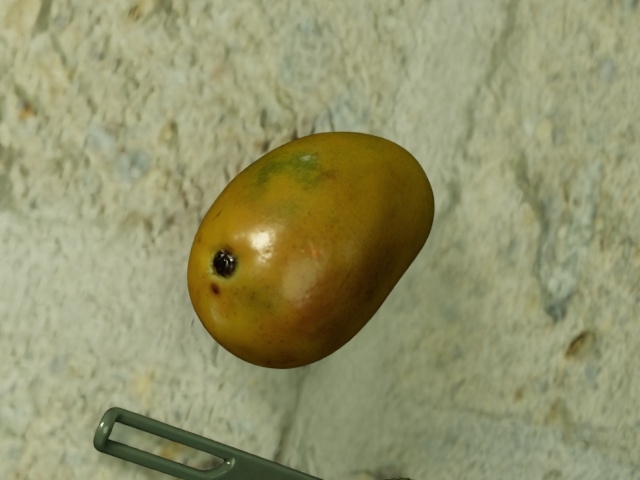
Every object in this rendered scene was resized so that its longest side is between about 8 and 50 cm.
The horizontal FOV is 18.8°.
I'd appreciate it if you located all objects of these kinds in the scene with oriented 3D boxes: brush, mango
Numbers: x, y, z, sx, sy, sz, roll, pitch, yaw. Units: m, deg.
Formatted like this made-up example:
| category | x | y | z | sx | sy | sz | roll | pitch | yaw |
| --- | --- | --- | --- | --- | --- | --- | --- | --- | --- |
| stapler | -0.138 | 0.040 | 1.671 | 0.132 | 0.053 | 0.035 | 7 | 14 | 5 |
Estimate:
| category | x | y | z | sx | sy | sz | roll | pitch | yaw |
| --- | --- | --- | --- | --- | --- | --- | --- | --- | --- |
| brush | -0.026 | 0.135 | 1.074 | 0.266 | 0.027 | 0.062 | 26 | 85 | -40 |
| mango | -0.002 | -0.002 | 1.006 | 0.163 | 0.089 | 0.111 | -49 | 143 | -32 |
